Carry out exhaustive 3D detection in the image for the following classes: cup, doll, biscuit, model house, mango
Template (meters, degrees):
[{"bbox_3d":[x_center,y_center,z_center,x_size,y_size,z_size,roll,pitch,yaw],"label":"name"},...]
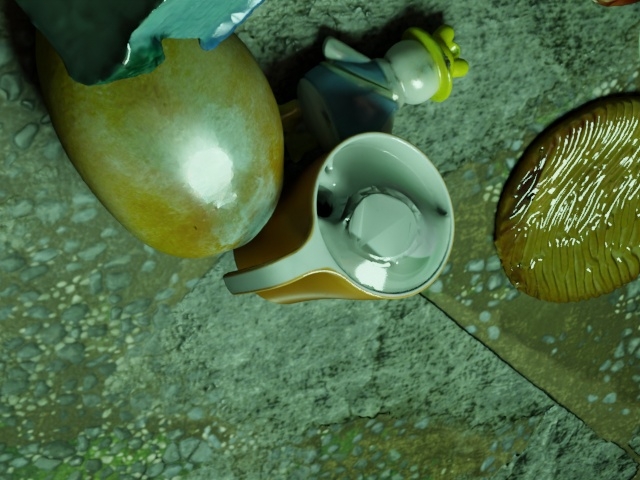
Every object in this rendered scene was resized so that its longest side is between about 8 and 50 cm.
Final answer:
[{"bbox_3d":[0.000,0.000,1.707,0.226,0.264,0.182,-29,95,-32],"label":"cup"},{"bbox_3d":[0.062,-0.171,1.743,0.241,0.135,0.098,-27,158,-16],"label":"doll"},{"bbox_3d":[0.374,-0.048,2.041,0.318,0.040,0.318,-15,129,-19],"label":"biscuit"},{"bbox_3d":[-0.133,-0.335,1.430,0.252,0.295,0.329,-46,167,30],"label":"model house"},{"bbox_3d":[-0.165,-0.142,1.588,0.221,0.199,0.384,-26,118,-4],"label":"mango"}]

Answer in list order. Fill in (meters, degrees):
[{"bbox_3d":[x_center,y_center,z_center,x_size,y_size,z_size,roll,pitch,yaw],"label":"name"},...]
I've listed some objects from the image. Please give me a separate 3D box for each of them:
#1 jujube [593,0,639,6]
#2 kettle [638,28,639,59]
[{"bbox_3d":[0.322,-0.379,1.687,0.174,0.174,0.250,-27,135,-9],"label":"jujube"},{"bbox_3d":[0.544,-0.330,1.718,0.377,0.250,0.361,-45,130,-37],"label":"kettle"}]
